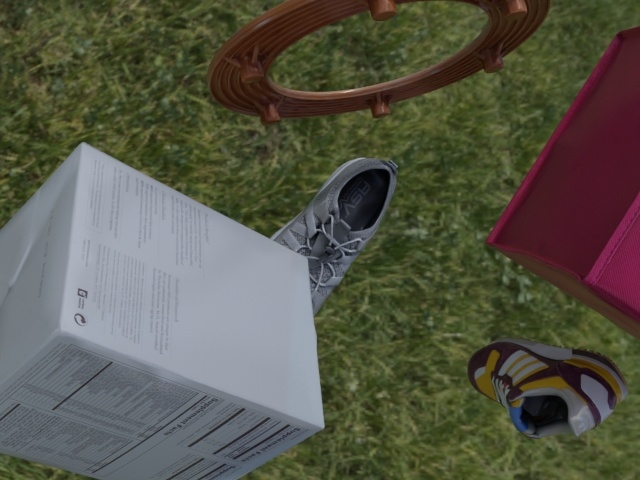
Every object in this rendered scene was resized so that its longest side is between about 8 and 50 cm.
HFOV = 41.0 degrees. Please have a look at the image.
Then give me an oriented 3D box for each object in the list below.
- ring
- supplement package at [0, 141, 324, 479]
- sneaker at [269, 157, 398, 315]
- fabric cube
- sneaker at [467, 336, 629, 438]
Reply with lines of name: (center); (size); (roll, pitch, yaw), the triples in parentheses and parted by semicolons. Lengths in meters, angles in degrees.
ring: (0.058, -0.174, 0.827); (0.336, 0.336, 0.032); (-5, 79, -45)
supplement package: (-0.163, 0.089, 0.785); (0.262, 0.198, 0.199); (28, 39, -34)
sneaker: (0.000, 0.000, 1.070); (0.105, 0.115, 0.281); (34, 74, -9)
fabric cube: (0.346, -0.022, 0.738); (0.258, 0.259, 0.254); (33, 93, -8)
sneaker: (0.190, 0.140, 0.803); (0.084, 0.185, 0.070); (-33, 102, -30)
